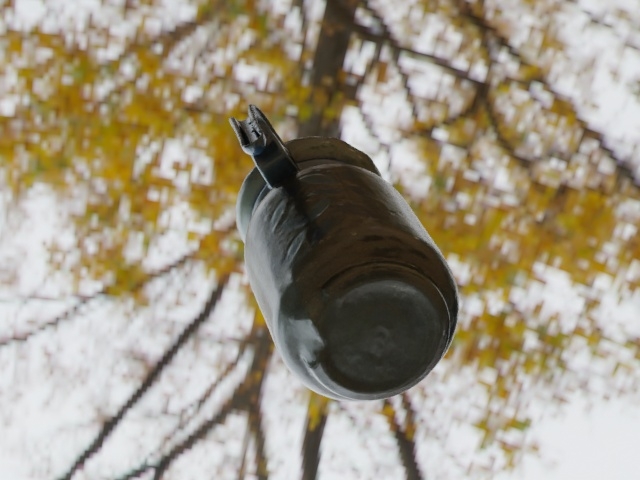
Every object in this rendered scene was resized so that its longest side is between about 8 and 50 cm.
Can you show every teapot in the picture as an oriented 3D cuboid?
[{"bbox_3d":[-0.002,0.004,0.519,0.063,0.049,0.083,22,-163,-24],"label":"teapot"}]
